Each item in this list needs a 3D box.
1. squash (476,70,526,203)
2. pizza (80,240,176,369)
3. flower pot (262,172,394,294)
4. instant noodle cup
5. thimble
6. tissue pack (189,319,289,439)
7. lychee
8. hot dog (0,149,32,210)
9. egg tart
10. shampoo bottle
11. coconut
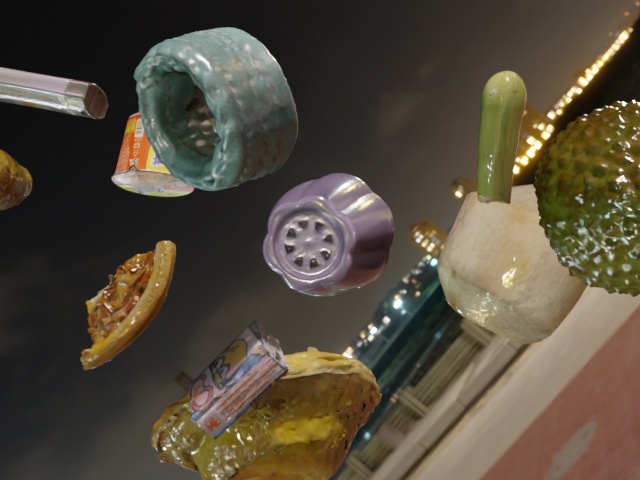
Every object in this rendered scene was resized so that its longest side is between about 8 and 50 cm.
[{"bbox_3d":[0.326,-0.182,1.369,0.083,0.083,0.250,-36,-50,-61],"label":"squash"},{"bbox_3d":[-0.350,0.110,1.357,0.271,0.134,0.056,-47,-27,4],"label":"pizza"},{"bbox_3d":[0.000,0.000,1.507,0.265,0.265,0.243,-54,-8,14],"label":"flower pot"},{"bbox_3d":[-0.422,-0.224,1.936,0.213,0.213,0.174,89,-176,-77],"label":"instant noodle cup"},{"bbox_3d":[-0.152,-0.186,1.055,0.143,0.235,0.198,-27,-12,-43],"label":"thimble"},{"bbox_3d":[-0.126,0.206,1.131,0.155,0.065,0.115,-43,18,2],"label":"tissue pack"},{"bbox_3d":[0.413,-0.056,0.976,0.270,0.270,0.320,-47,13,-30],"label":"lychee"},{"bbox_3d":[-0.365,-0.064,0.837,0.088,0.061,0.286,-22,8,-10],"label":"hot dog"},{"bbox_3d":[-0.086,0.360,1.377,0.443,0.178,0.443,-12,-32,-7],"label":"egg tart"},{"bbox_3d":[-0.496,-0.264,1.337,0.086,0.227,0.056,57,-133,-72],"label":"shampoo bottle"},{"bbox_3d":[0.501,0.037,1.882,0.415,0.415,0.345,-53,-38,9],"label":"coconut"}]
